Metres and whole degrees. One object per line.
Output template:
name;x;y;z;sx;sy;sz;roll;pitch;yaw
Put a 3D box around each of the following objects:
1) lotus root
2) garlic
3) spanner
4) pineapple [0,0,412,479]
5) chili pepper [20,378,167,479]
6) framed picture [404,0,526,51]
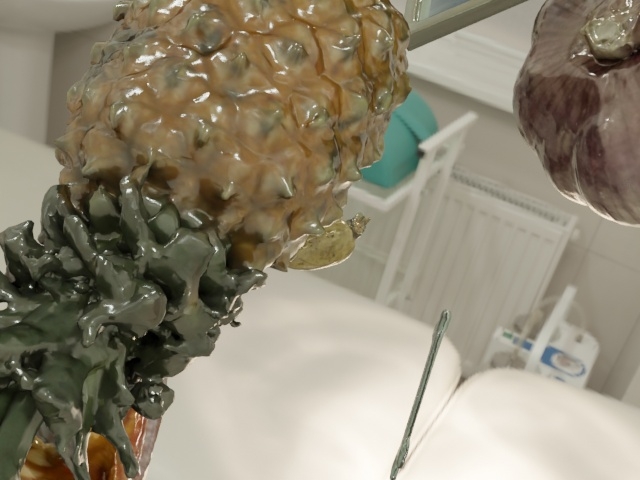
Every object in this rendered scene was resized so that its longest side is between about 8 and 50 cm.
lotus root;0.000;0.000;1.154;0.152;0.063;0.072;-21;70;-15
garlic;0.167;-0.086;0.456;0.102;0.147;0.159;19;63;-37
spanner;0.156;0.234;1.356;0.018;0.071;0.302;21;53;4
pineapple;-0.078;0.001;0.403;0.169;0.169;0.340;21;57;10
chili pepper;-0.293;0.217;0.824;0.229;0.305;0.251;27;43;-13
framed picture;0.188;-0.252;0.691;0.260;0.023;0.189;-16;42;29
